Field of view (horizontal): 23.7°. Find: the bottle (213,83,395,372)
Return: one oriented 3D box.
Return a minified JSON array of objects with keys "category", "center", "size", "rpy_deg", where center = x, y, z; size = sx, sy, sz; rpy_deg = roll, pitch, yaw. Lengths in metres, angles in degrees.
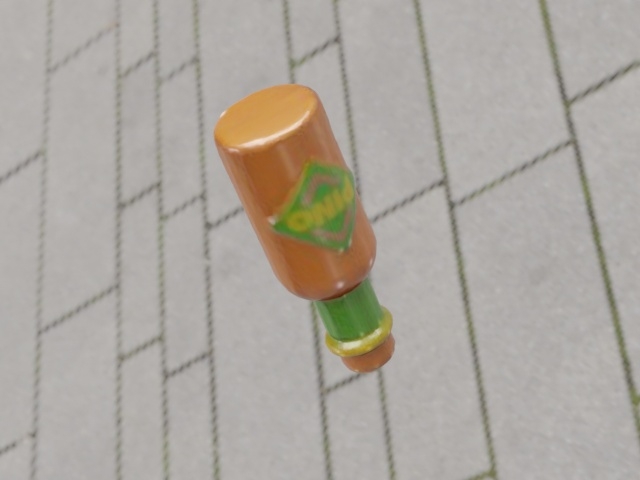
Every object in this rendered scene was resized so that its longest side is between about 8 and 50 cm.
[{"category":"bottle","center":[0.000,0.000,0.906],"size":[0.069,0.187,0.069],"rpy_deg":[-17,33,11]}]
